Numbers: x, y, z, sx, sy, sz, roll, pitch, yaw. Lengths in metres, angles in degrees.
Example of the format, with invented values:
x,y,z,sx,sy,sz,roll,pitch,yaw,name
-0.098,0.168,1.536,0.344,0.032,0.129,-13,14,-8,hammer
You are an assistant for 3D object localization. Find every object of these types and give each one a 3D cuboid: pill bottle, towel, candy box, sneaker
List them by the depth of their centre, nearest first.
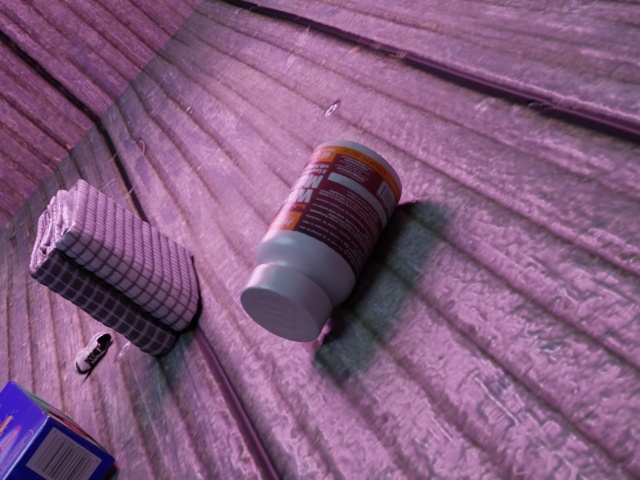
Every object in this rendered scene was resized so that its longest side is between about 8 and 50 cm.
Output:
x,y,z,sx,sy,sz,roll,pitch,yaw,name
0.000,0.000,1.439,0.121,0.121,0.221,-20,34,53,pill bottle
-0.439,0.349,1.718,0.268,0.122,0.317,-54,22,-11,candy box
-0.312,0.039,1.859,0.121,0.235,0.284,-52,19,9,towel
-0.366,0.179,2.005,0.037,0.032,0.083,-20,35,53,sneaker
